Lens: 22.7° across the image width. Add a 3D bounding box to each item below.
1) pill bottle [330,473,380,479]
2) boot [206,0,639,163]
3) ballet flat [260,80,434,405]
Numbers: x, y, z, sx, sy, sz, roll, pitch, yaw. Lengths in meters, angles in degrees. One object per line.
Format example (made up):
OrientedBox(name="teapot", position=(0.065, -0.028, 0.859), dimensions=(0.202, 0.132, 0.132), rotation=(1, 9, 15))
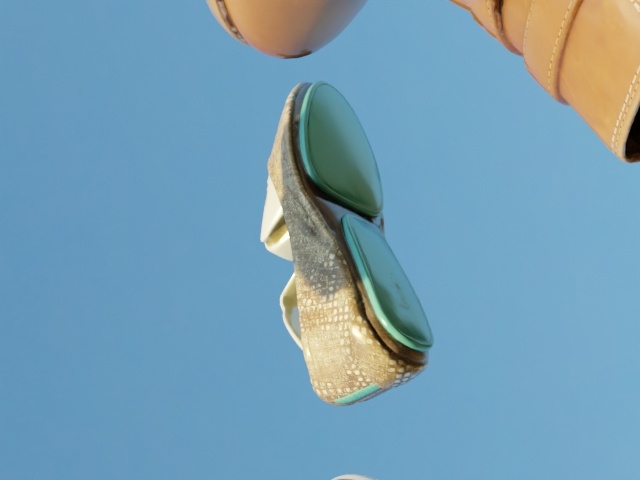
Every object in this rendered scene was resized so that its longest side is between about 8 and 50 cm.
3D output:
OrientedBox(name="pill bottle", position=(-0.001, 0.257, 1.103), dimensions=(0.103, 0.103, 0.184), rotation=(56, -131, -16))
OrientedBox(name="boot", position=(0.042, -0.078, 0.427), dimensions=(0.073, 0.197, 0.152), rotation=(-20, -115, -33))
OrientedBox(name="ballet flat", position=(0.000, 0.000, 0.806), dimensions=(0.073, 0.067, 0.206), rotation=(32, -151, -33))
